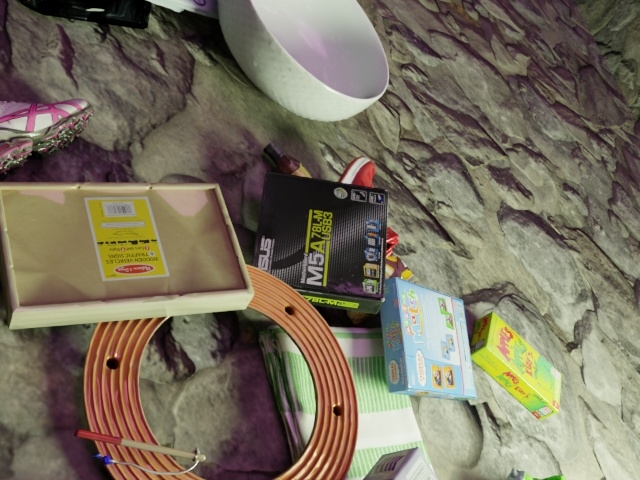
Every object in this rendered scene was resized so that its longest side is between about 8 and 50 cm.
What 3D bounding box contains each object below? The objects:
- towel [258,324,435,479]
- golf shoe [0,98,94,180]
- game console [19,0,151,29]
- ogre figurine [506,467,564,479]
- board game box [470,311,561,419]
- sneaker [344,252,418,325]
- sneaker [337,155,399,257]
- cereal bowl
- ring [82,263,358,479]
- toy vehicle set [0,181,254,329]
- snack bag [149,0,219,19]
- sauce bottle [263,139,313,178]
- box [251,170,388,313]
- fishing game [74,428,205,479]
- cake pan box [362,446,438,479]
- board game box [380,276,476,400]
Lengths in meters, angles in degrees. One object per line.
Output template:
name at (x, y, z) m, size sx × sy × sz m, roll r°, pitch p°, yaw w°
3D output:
towel at (0.056, 0.263, 0.955) m, size 0.247 × 0.038 × 0.325 m, roll 7°, pitch 55°, yaw -42°
golf shoe at (-0.345, -0.139, 0.858) m, size 0.086 × 0.067 × 0.186 m, roll 48°, pitch 38°, yaw -2°
game console at (-0.399, -0.477, 1.104) m, size 0.213 × 0.044 × 0.361 m, roll -8°, pitch 66°, yaw -49°
ogre figurine at (0.319, 0.404, 1.057) m, size 0.197 × 0.097 × 0.118 m, roll 18°, pitch 59°, yaw -20°
board game box at (0.341, 0.218, 1.271) m, size 0.181 × 0.043 × 0.092 m, roll 42°, pitch 39°, yaw -12°
sneaker at (0.076, 0.067, 1.120) m, size 0.084 × 0.069 × 0.185 m, roll 49°, pitch 31°, yaw 13°
sneaker at (0.071, -0.035, 1.146) m, size 0.128 × 0.087 × 0.221 m, roll 26°, pitch 52°, yaw 8°
cereal bowl at (-0.044, -0.341, 1.256) m, size 0.339 × 0.141 × 0.339 m, roll 29°, pitch 44°, yaw -31°
ring at (-0.105, 0.173, 0.838) m, size 0.336 × 0.032 × 0.337 m, roll 17°, pitch 53°, yaw -23°
toy vehicle set at (-0.222, 0.009, 0.830) m, size 0.266 × 0.035 × 0.166 m, roll -2°, pitch 57°, yaw -31°
snack bag at (-0.298, -0.486, 1.161) m, size 0.323 × 0.037 × 0.342 m, roll 54°, pitch 21°, yaw 5°
sauce bottle at (-0.040, -0.103, 1.154) m, size 0.128 × 0.042 × 0.042 m, roll 51°, pitch 38°, yaw -2°
box at (0.000, 0.000, 1.027) m, size 0.184 × 0.045 × 0.191 m, roll 10°, pitch 57°, yaw -6°
fishing game at (-0.183, 0.314, 0.665) m, size 0.189 × 0.041 × 0.264 m, roll 20°, pitch 57°, yaw -28°
cake pan box at (0.094, 0.403, 0.813) m, size 0.245 × 0.070 × 0.267 m, roll -36°, pitch 97°, yaw -51°
board game box at (0.162, 0.152, 1.089) m, size 0.211 × 0.039 × 0.160 m, roll 21°, pitch 58°, yaw -51°
